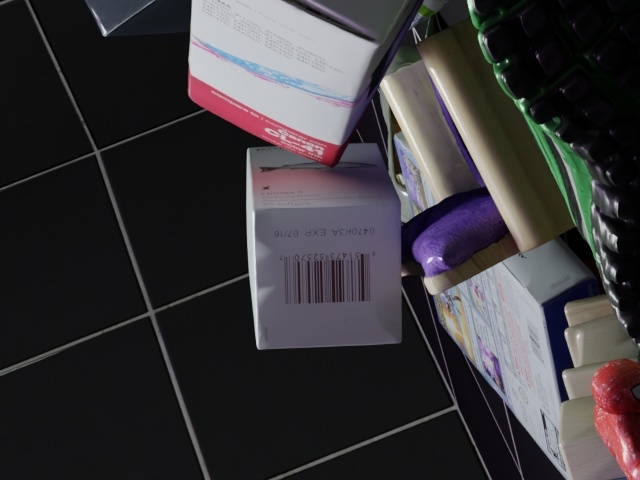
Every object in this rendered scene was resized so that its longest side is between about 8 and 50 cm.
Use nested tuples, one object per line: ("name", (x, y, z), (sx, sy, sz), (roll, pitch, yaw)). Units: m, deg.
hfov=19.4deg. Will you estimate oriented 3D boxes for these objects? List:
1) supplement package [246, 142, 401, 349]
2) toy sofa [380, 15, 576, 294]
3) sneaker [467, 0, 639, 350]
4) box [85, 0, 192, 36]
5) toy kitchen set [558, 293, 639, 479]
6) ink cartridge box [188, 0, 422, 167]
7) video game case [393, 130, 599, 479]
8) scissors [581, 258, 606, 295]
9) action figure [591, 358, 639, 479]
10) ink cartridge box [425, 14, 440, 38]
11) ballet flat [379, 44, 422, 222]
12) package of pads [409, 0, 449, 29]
("supplement package", (0.000, 0.000, 1.358), (0.179, 0.105, 0.105), (-104, 12, -73))
("toy sofa", (0.109, -0.072, 1.318), (0.362, 0.177, 0.150), (-149, 33, -88))
("sneaker", (0.142, -0.095, 0.956), (0.146, 0.134, 0.343), (-114, 3, -57))
("box", (-0.132, -0.347, 1.659), (0.294, 0.183, 0.296), (60, -157, 6))
("toy kitchen set", (0.248, 0.137, 1.306), (0.207, 0.122, 0.166), (-74, -33, -60))
("ink cartridge box", (0.017, -0.199, 1.224), (0.131, 0.226, 0.306), (28, 168, -1))
("video game case", (0.169, 0.053, 1.662), (0.244, 0.061, 0.269), (51, 166, 41))
("scissors", (0.245, 0.093, 1.670), (0.297, 0.021, 0.109), (83, 163, -75))
("action figure", (0.258, 0.128, 1.096), (0.280, 0.139, 0.091), (42, -168, -38))
("ink cartridge box", (0.142, -0.112, 1.856), (0.235, 0.056, 0.171), (-73, -31, -53))
("ballet flat", (0.100, -0.119, 1.898), (0.068, 0.072, 0.213), (108, 163, -62))
("package of pads", (-0.001, -0.339, 1.552), (0.229, 0.101, 0.296), (18, -136, -59))
